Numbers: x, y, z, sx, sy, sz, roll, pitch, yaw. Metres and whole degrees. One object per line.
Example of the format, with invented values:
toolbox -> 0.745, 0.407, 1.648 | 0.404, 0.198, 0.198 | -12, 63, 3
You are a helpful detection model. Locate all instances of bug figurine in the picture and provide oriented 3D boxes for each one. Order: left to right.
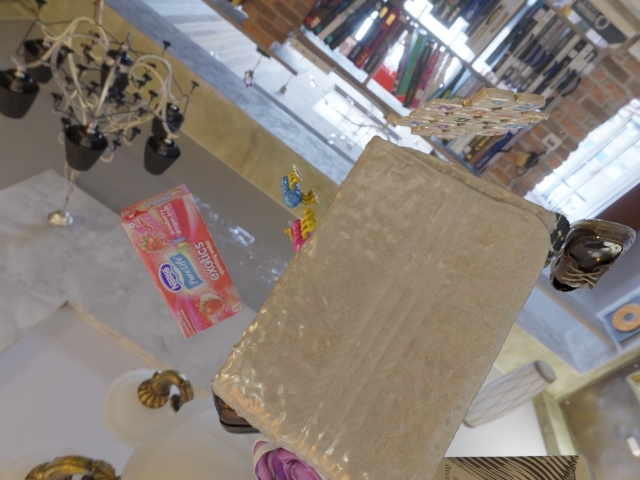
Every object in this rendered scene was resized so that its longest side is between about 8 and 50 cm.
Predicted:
bug figurine -> 0.000, 0.000, 0.795 | 0.279, 0.072, 0.216 | 53, -166, -30

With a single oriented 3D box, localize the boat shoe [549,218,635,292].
boat shoe -> 0.642, 0.054, 1.006 | 0.132, 0.131, 0.355 | 15, 168, 23

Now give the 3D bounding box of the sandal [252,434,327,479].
sandal -> -0.088, 0.501, 0.890 | 0.102, 0.416, 0.169 | -28, -105, -36

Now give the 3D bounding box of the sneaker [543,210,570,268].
sneaker -> 0.469, -0.004, 0.926 | 0.109, 0.107, 0.275 | 36, -178, 27

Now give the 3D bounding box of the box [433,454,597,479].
box -> 0.336, 0.453, 0.738 | 0.094, 0.274, 0.113 | 51, -145, -31

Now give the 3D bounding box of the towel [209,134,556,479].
towel -> 0.055, 0.056, 0.353 | 0.187, 0.282, 0.049 | 31, 169, 18

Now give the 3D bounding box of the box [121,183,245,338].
box -> -0.307, 0.045, 0.945 | 0.142, 0.153, 0.300 | 35, 147, 62

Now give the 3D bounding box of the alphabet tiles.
alphabet tiles -> 0.316, -0.262, 0.889 | 0.277, 0.021, 0.284 | 1, 179, -17

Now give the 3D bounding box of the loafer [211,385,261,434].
loafer -> -0.047, 0.263, 0.722 | 0.109, 0.301, 0.095 | -81, -25, -64
